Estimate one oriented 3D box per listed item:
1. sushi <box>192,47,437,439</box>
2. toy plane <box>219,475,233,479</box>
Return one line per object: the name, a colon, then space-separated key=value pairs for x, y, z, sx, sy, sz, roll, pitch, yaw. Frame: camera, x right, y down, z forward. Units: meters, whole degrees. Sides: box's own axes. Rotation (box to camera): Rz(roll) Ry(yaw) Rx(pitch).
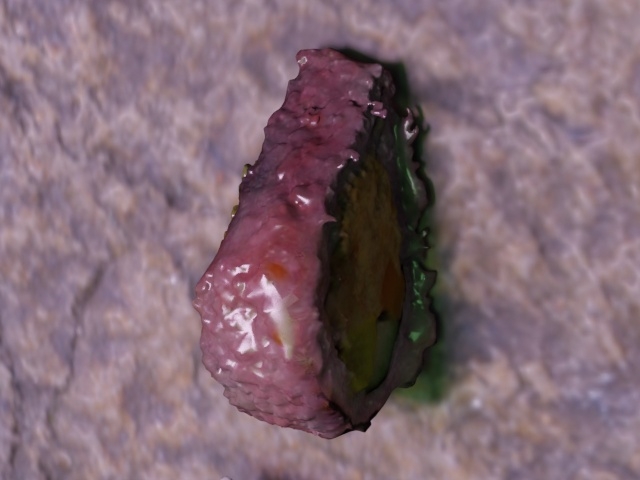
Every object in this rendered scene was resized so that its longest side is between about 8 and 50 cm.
sushi: x=-0.010 y=0.007 z=1.174 sx=0.107 sy=0.161 sz=0.241 roll=4 pitch=107 yaw=30
toy plane: x=-0.069 y=0.290 z=1.310 sx=0.267 sy=0.122 sz=0.267 roll=0 pitch=91 yaw=44
